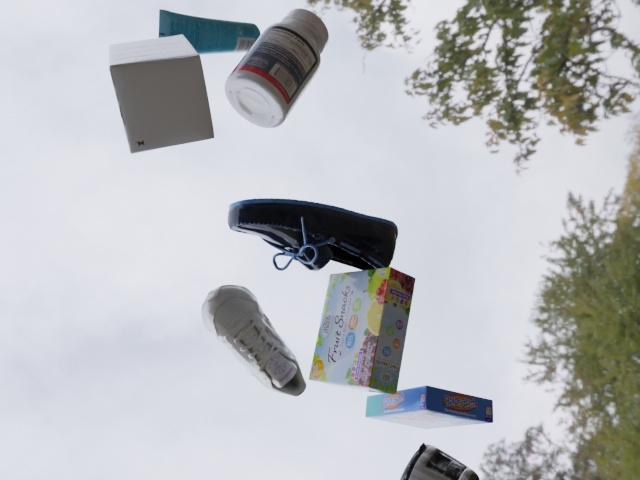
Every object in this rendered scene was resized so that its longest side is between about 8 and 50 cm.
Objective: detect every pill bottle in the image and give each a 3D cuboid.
[{"bbox_3d":[-0.062,-0.275,0.927,0.108,0.108,0.180,44,-120,-27],"label":"pill bottle"}]

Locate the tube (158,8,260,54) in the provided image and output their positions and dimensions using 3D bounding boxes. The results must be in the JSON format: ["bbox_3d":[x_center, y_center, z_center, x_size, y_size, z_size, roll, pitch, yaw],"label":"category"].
[{"bbox_3d":[-0.201,-0.367,1.062,0.207,0.052,0.080,-17,-59,-45],"label":"tube"}]

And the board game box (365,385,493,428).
[{"bbox_3d":[0.212,0.337,1.178,0.160,0.210,0.047,18,-117,-23],"label":"board game box"}]

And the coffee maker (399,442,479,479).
[{"bbox_3d":[0.141,0.284,0.495,0.120,0.178,0.171,46,-119,-58],"label":"coffee maker"}]

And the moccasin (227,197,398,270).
[{"bbox_3d":[0.000,0.000,1.059,0.342,0.138,0.117,8,-100,-24],"label":"moccasin"}]

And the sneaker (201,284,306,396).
[{"bbox_3d":[-0.117,0.200,1.165,0.114,0.152,0.305,-46,-49,-15],"label":"sneaker"}]

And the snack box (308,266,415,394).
[{"bbox_3d":[0.072,0.160,1.054,0.070,0.174,0.207,24,-109,-31],"label":"snack box"}]

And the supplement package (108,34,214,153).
[{"bbox_3d":[-0.207,-0.194,0.756,0.105,0.179,0.105,-12,-61,-14],"label":"supplement package"}]
